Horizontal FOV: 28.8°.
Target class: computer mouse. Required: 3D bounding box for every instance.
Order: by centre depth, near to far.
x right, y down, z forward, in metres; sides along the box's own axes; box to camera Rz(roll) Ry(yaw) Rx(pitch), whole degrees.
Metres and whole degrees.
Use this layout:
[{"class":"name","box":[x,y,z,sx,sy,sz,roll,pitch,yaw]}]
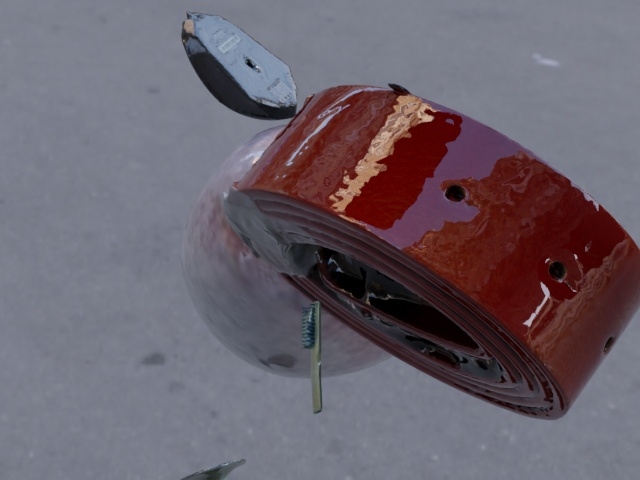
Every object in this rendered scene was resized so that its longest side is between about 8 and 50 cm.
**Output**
[{"class":"computer mouse","box":[-0.098,-0.195,1.441,0.172,0.057,0.099,43,42,-1]}]

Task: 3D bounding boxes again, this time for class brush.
[{"class":"brush","box":[-0.006,0.084,0.902,0.013,0.016,0.084,6,67,-21]}]

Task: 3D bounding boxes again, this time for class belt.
[{"class":"belt","box":[0.067,-0.001,0.882,0.324,0.227,0.115,24,68,40]}]

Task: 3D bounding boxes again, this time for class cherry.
[{"class":"cherry","box":[-0.011,0.005,1.351,0.326,0.291,0.335,-25,-10,39]}]

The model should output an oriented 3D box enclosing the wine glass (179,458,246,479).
[{"class":"wine glass","box":[-0.102,0.377,1.525,0.093,0.093,0.202,-10,75,-29]}]
